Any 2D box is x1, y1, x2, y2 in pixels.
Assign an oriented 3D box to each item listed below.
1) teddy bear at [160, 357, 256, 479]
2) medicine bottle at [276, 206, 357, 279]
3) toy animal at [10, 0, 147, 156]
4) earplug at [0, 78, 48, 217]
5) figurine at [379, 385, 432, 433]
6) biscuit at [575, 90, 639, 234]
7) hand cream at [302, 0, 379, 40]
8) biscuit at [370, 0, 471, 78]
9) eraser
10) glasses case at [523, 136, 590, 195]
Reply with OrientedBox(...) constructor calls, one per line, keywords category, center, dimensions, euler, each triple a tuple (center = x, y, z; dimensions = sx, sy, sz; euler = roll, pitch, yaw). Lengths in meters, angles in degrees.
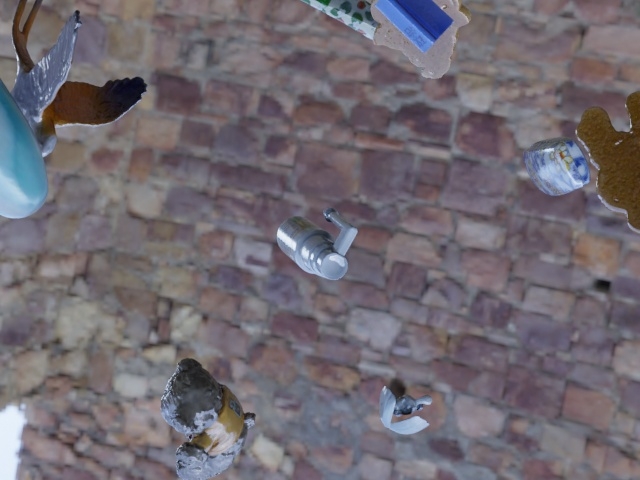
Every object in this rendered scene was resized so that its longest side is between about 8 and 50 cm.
OrientedBox(category="teddy bear", center=(-0.191, 0.280, 1.779), dimensions=(0.140, 0.177, 0.190), euler=(-12, 143, 14))
OrientedBox(category="medicine bottle", center=(0.000, 0.000, 1.490), dimensions=(0.061, 0.092, 0.221), euler=(30, -178, -18))
OrientedBox(category="toy animal", center=(-0.515, -0.299, 1.954), dimensions=(0.284, 0.302, 0.225), euler=(41, 180, 28))
OrientedBox(category="earplug", center=(-0.524, -0.179, 1.675), dimensions=(0.185, 0.324, 0.185), euler=(-33, -169, 7))
OrientedBox(category="figurine", center=(0.150, 0.303, 1.963), dimensions=(0.086, 0.082, 0.094), euler=(4, 161, -8))
OrientedBox(category="biscuit", center=(0.599, -0.133, 2.071), dimensions=(0.186, 0.295, 0.044), euler=(-18, 163, 15))
OrientedBox(category="hand cream", center=(0.040, -0.501, 2.324), dimensions=(0.276, 0.095, 0.059), euler=(31, 176, -4))
OrientedBox(category="biscuit", center=(0.148, -0.355, 1.697), dimensions=(0.163, 0.250, 0.035), euler=(-4, -135, 19))
OrientedBox(category="eraser", center=(0.113, -0.274, 1.335), dimensions=(0.085, 0.027, 0.063), euler=(43, -133, -2))
OrientedBox(category="glasses case", center=(0.372, -0.118, 1.751), dimensions=(0.065, 0.086, 0.248), euler=(-23, -175, -1))
